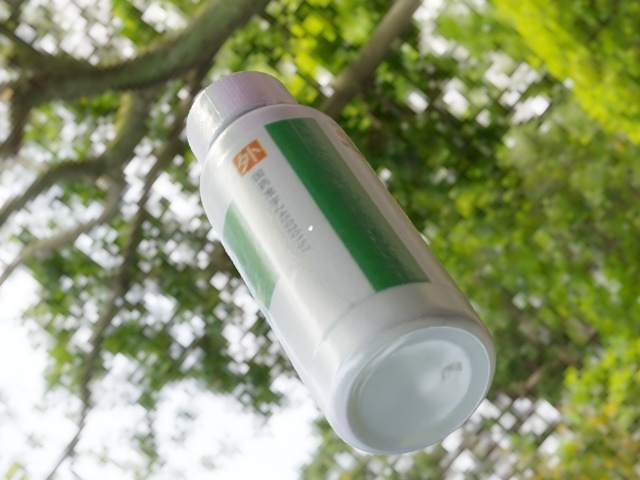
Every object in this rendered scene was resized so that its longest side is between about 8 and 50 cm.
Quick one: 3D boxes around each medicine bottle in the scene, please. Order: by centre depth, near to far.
[{"bbox_3d":[0.000,0.000,0.951,0.095,0.095,0.260,27,-159,-39],"label":"medicine bottle"}]
